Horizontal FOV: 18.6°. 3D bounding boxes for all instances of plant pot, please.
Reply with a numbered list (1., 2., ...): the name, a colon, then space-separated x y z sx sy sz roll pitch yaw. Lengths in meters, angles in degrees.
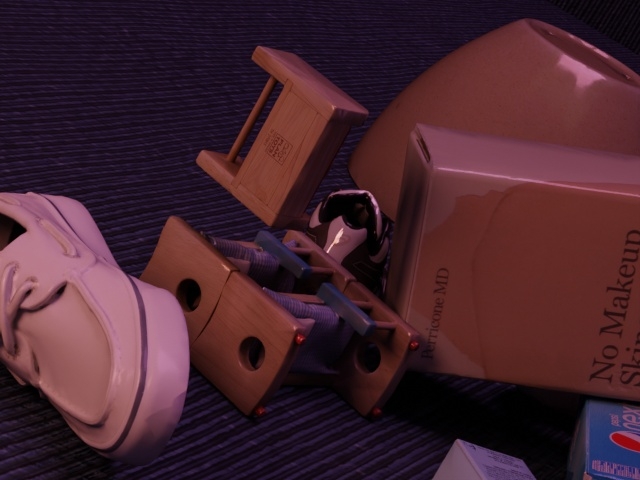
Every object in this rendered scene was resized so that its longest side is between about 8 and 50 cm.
1. plant pot: 0.192 -0.085 1.749 0.284 0.191 0.284 26 16 -8

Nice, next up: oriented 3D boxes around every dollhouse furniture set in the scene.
1. dollhouse furniture set: 0.000 0.000 1.198 0.129 0.184 0.129 40 21 33

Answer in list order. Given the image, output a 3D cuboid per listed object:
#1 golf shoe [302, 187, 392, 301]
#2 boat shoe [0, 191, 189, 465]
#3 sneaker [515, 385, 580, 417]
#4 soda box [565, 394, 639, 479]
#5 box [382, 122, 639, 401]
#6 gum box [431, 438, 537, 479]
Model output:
1. golf shoe: 0.024 0.006 1.382 0.077 0.094 0.198 27 15 0
2. boat shoe: -0.147 0.040 1.035 0.084 0.095 0.258 14 11 -29
3. sneaker: 0.238 0.112 1.426 0.232 0.090 0.115 14 25 -37
4. soda box: 0.194 0.149 1.248 0.067 0.071 0.210 12 16 6
5. box: 0.205 0.023 1.297 0.311 0.148 0.121 6 16 -5
6. gum box: 0.065 0.195 0.778 0.041 0.157 0.184 20 18 -28
